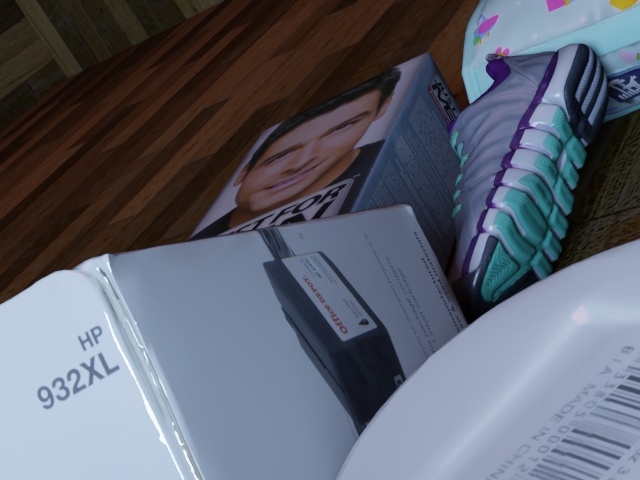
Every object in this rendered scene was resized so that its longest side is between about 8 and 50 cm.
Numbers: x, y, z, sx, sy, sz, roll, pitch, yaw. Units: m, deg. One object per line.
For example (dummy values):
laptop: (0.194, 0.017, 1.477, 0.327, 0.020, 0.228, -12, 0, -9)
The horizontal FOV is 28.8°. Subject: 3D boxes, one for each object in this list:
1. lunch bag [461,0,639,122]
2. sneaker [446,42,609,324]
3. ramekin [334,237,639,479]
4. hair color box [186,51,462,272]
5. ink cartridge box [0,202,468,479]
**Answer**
lunch bag: (0.247, -0.187, 0.996, 0.223, 0.160, 0.262, -18, 18, 34)
sneaker: (0.121, -0.039, 0.861, 0.098, 0.083, 0.224, 7, 57, 38)
ramekin: (0.132, 0.111, 0.461, 0.277, 0.135, 0.277, -28, 19, 10)
hair color box: (0.000, 0.000, 0.979, 0.185, 0.114, 0.374, -23, 20, 26)
ink cartridge box: (-0.075, 0.093, 0.625, 0.223, 0.129, 0.307, -30, -8, 25)
